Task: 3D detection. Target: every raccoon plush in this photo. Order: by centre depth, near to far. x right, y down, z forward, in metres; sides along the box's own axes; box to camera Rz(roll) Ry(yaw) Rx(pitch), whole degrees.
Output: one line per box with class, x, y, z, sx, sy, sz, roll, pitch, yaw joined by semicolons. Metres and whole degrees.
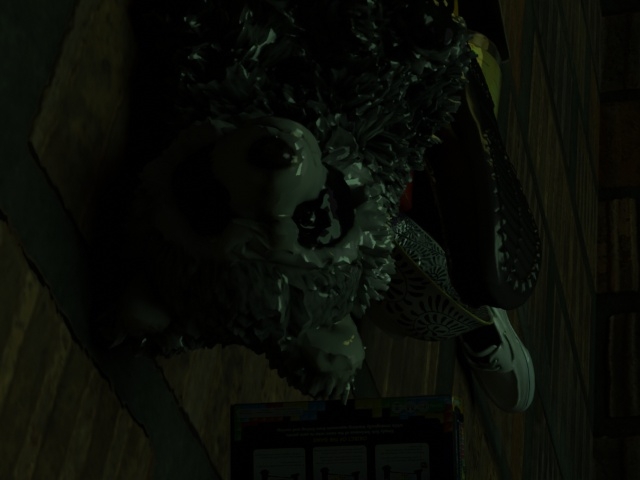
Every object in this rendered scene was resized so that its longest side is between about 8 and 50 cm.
raccoon plush;0.000;0.000;1.111;0.446;0.216;0.299;53;43;-62

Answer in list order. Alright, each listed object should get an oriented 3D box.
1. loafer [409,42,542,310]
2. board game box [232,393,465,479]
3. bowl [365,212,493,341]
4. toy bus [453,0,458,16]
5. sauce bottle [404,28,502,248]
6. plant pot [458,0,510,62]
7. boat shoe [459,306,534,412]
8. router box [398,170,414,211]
loafer;0.120;-0.066;1.539;0.134;0.130;0.366;52;21;-43
board game box;0.022;0.188;1.158;0.048;0.170;0.141;33;55;-72
bowl;0.080;0.043;1.505;0.170;0.080;0.170;43;13;-13
toy bus;0.048;-0.291;1.123;0.130;0.108;0.332;-52;145;-42
sauce bottle;0.140;-0.100;1.739;0.344;0.111;0.111;-79;158;-47
plant pot;0.162;-0.274;1.896;0.096;0.109;0.109;-94;170;-55
boat shoe;0.208;0.132;1.998;0.076;0.083;0.226;-46;119;-54
router box;0.020;-0.241;1.421;0.301;0.082;0.335;63;27;-52
